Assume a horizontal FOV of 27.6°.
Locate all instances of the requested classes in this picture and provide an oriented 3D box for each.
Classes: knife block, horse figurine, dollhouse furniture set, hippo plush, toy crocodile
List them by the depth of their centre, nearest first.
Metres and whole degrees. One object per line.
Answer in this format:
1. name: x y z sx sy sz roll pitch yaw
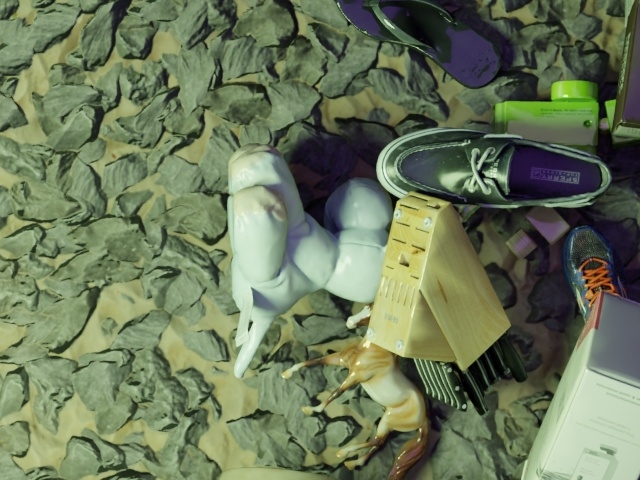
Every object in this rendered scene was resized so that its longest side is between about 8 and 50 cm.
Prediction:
1. knife block: 0.190 0.089 1.714 0.242 0.088 0.276 8 97 -35
2. hippo plush: 0.000 0.000 1.724 0.236 0.234 0.294 -1 62 -6
3. horse figurine: 0.073 0.215 1.771 0.174 0.066 0.263 -33 108 1
4. toy crocodile: 0.407 -0.160 1.773 0.340 0.105 0.115 -3 85 9
5. dollhouse furniture set: 0.220 -0.015 1.774 0.182 0.101 0.161 -43 84 2

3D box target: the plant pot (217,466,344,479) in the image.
1. plant pot: -0.058 0.451 1.696 0.323 0.323 0.280 4 71 6

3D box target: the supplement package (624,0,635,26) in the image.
1. supplement package: 0.480 -0.369 1.698 0.139 0.244 0.134 1 86 6

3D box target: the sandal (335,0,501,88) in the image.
1. sandal: 0.141 -0.305 1.821 0.254 0.054 0.097 29 90 6

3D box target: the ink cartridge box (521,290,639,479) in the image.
1. ink cartridge box: 0.348 0.239 1.644 0.117 0.207 0.283 20 119 7

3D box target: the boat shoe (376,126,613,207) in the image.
1. boat shoe: 0.224 -0.088 1.674 0.301 0.102 0.108 7 91 1

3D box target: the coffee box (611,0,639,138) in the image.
1. coffee box: 0.530 -0.201 1.645 0.297 0.119 0.168 8 87 7

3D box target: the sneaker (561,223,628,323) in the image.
1. sneaker: 0.386 0.083 1.760 0.083 0.087 0.221 -17 85 3
